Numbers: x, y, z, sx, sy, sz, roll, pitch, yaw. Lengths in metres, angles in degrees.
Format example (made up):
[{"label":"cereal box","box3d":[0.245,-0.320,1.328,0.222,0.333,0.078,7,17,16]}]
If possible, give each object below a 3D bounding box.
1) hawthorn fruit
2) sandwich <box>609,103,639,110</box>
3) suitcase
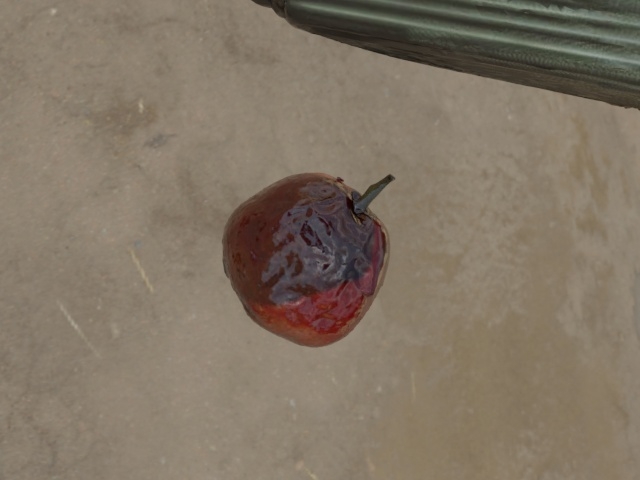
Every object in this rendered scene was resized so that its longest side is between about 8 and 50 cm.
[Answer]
[{"label":"hawthorn fruit","box3d":[0.000,0.000,1.045,0.230,0.266,0.210,42,12,-1]},{"label":"sandwich","box3d":[0.294,-0.209,0.624,0.186,0.065,0.214,11,89,-25]},{"label":"suitcase","box3d":[0.125,-0.146,0.405,0.202,0.312,0.128,-13,118,-61]}]
